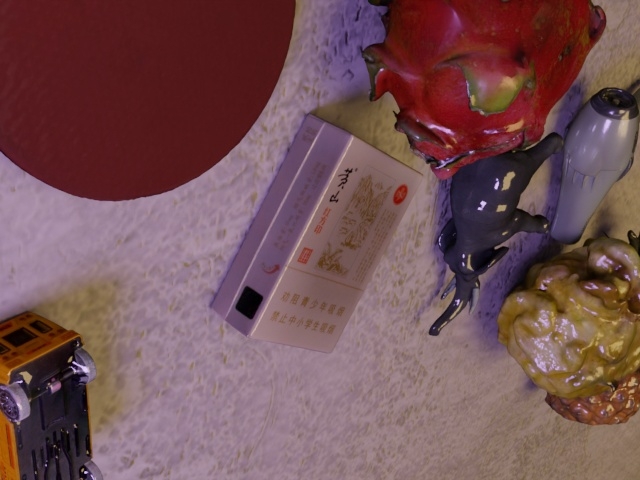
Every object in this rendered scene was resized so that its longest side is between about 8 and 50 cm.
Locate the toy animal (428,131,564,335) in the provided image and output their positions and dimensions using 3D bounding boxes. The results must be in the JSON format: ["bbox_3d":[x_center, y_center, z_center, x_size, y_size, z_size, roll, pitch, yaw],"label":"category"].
[{"bbox_3d":[0.195,-0.018,1.071,0.137,0.082,0.269,-21,133,-37],"label":"toy animal"}]

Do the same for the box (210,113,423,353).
[{"bbox_3d":[0.000,0.000,0.864,0.141,0.058,0.201,18,101,-54],"label":"box"}]

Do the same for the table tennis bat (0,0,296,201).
[{"bbox_3d":[-0.139,-0.181,0.578,0.268,0.051,0.415,-53,146,-10],"label":"table tennis bat"}]

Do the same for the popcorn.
[{"bbox_3d":[0.353,0.105,1.224,0.233,0.192,0.266,-22,151,-16],"label":"popcorn"}]

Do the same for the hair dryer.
[{"bbox_3d":[0.387,-0.109,1.253,0.267,0.092,0.229,-25,140,-52],"label":"hair dryer"}]

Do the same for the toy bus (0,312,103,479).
[{"bbox_3d":[-0.213,0.139,0.694,0.069,0.074,0.162,-29,133,-45],"label":"toy bus"}]

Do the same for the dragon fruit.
[{"bbox_3d":[0.110,-0.196,0.775,0.200,0.269,0.198,-33,-179,12],"label":"dragon fruit"}]

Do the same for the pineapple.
[{"bbox_3d":[0.446,0.110,1.416,0.169,0.169,0.340,-12,118,-46],"label":"pineapple"}]
